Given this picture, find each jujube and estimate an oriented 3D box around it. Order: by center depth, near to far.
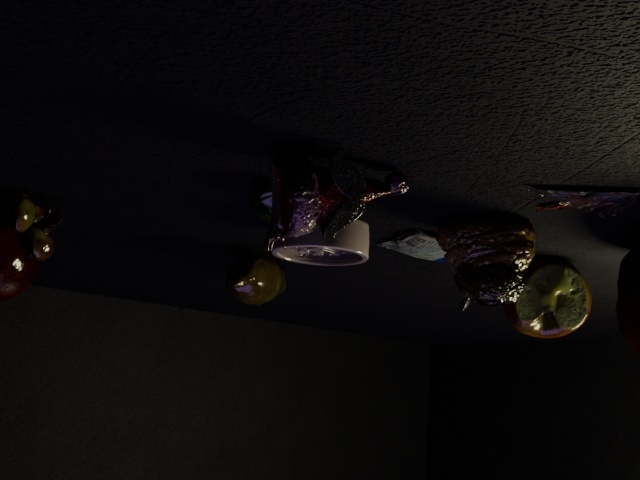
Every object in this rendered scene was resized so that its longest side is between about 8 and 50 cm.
[{"bbox_3d":[0.705,0.118,1.384,0.277,0.276,0.377,-2,154,26],"label":"jujube"}]

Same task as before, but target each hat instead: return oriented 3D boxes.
[{"bbox_3d":[0.027,-0.065,1.078,0.227,0.140,0.129,-6,-179,-17],"label":"hat"}]

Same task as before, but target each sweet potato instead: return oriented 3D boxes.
[{"bbox_3d":[-0.156,0.108,1.877,0.131,0.130,0.422,3,172,5],"label":"sweet potato"}]

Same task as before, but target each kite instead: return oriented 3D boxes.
[{"bbox_3d":[0.427,-0.064,1.180,0.232,0.009,0.189,16,164,-38],"label":"kite"}]

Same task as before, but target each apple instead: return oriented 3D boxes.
[{"bbox_3d":[0.515,0.135,1.665,0.195,0.173,0.160,7,165,3],"label":"apple"}]

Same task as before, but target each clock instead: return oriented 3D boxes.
[{"bbox_3d":[0.000,0.000,1.463,0.197,0.068,0.197,4,168,1],"label":"clock"}]

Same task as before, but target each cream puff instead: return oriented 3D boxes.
[{"bbox_3d":[0.308,0.050,1.362,0.183,0.168,0.183,3,169,1],"label":"cream puff"}]

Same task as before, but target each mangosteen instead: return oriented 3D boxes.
[{"bbox_3d":[-0.617,0.000,1.410,0.258,0.215,0.215,-31,159,9],"label":"mangosteen"}]

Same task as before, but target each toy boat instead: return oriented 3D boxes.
[{"bbox_3d":[-0.050,-0.054,1.274,0.104,0.052,0.210,-19,158,23],"label":"toy boat"}]

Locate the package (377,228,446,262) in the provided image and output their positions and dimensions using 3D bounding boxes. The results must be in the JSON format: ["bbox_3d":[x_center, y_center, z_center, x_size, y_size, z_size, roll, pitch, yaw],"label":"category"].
[{"bbox_3d":[0.232,0.017,1.554,0.173,0.027,0.171,13,163,-22],"label":"package"}]
